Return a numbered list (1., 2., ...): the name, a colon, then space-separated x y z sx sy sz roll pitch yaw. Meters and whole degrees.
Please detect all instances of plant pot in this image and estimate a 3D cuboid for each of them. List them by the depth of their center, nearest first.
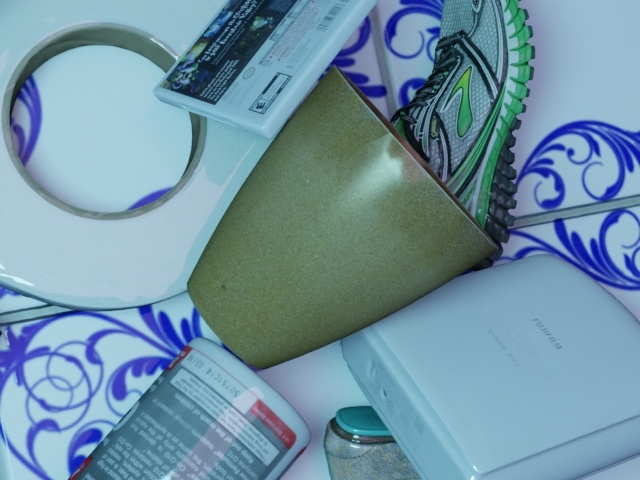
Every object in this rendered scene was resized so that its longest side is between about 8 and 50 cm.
1. plant pot: 0.000 0.000 1.096 0.254 0.237 0.237 -41 95 9

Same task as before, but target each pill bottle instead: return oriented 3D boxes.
1. pill bottle: -0.155 0.249 1.101 0.161 0.161 0.283 43 75 -6

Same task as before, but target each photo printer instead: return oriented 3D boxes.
1. photo printer: 0.213 0.138 1.169 0.307 0.107 0.256 -13 46 -25

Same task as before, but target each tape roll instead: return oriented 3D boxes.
1. tape roll: -0.228 -0.118 1.176 0.392 0.072 0.392 2 82 -15

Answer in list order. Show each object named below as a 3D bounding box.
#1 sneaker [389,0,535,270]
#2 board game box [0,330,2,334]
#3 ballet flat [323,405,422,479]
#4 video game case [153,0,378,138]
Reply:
1. sneaker: 0.146 -0.145 1.244 0.146 0.134 0.343 9 81 -13
2. board game box: -0.523 0.085 1.064 0.302 0.086 0.308 47 74 -5
3. ballet flat: 0.156 0.235 1.227 0.316 0.107 0.106 2 107 -9
4. video game case: -0.056 -0.196 1.121 0.190 0.173 0.022 -54 138 -15
